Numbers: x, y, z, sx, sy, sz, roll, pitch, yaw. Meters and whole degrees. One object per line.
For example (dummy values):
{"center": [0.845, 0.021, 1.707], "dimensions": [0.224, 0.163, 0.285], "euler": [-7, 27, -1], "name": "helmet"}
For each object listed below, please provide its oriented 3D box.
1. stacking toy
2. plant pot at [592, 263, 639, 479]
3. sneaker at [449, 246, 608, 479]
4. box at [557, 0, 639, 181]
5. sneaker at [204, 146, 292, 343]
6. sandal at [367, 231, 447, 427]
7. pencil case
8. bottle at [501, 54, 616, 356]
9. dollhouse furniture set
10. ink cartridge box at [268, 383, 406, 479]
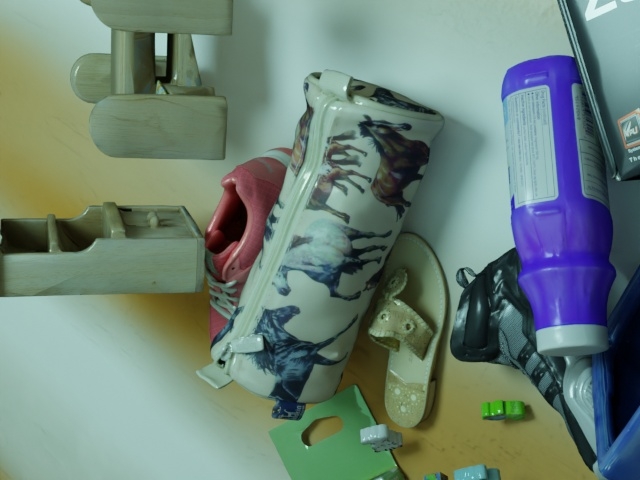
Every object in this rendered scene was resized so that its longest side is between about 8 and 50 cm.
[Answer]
{"center": [0.145, 0.283, 1.145], "dimensions": [0.221, 0.052, 0.167], "euler": [-18, 55, 26], "name": "stacking toy"}
{"center": [0.383, 0.100, 0.856], "dimensions": [0.212, 0.236, 0.236], "euler": [24, 116, 3], "name": "plant pot"}
{"center": [0.234, 0.133, 1.073], "dimensions": [0.153, 0.101, 0.269], "euler": [-24, 80, 39], "name": "sneaker"}
{"center": [0.397, -0.257, 0.847], "dimensions": [0.395, 0.097, 0.318], "euler": [-19, 83, 40], "name": "box"}
{"center": [-0.111, 0.030, 1.282], "dimensions": [0.116, 0.136, 0.314], "euler": [28, 116, 30], "name": "sneaker"}
{"center": [0.093, 0.115, 1.183], "dimensions": [0.088, 0.079, 0.240], "euler": [8, 105, 36], "name": "sandal"}
{"center": [0.000, 0.000, 1.152], "dimensions": [0.160, 0.183, 0.410], "euler": [32, 114, 27], "name": "pencil case"}
{"center": [0.233, -0.032, 0.969], "dimensions": [0.092, 0.118, 0.283], "euler": [-9, 74, 26], "name": "bottle"}
{"center": [-0.270, -0.147, 1.182], "dimensions": [0.362, 0.256, 0.394], "euler": [-134, 46, -66], "name": "dollhouse furniture set"}
{"center": [0.029, 0.328, 1.286], "dimensions": [0.171, 0.056, 0.235], "euler": [-33, 81, 30], "name": "ink cartridge box"}
